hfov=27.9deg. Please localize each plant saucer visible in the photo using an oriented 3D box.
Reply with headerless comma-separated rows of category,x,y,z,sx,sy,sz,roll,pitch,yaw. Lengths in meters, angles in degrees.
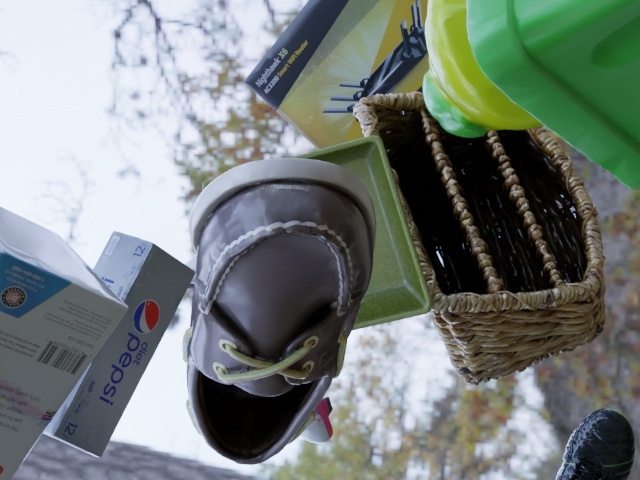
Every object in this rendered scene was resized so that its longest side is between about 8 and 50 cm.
plant saucer,0.000,0.000,1.285,0.045,0.188,0.188,-62,-44,-69

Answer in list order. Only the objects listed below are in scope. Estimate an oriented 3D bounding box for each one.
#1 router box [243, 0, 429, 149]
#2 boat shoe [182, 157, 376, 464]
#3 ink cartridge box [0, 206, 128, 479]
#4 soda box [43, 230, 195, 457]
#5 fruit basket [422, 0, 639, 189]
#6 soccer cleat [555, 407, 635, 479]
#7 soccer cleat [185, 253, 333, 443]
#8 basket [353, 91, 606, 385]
router box,0.074,-0.260,1.845,0.243,0.309,0.081,42,-145,-2
boat shoe,-0.033,0.056,0.820,0.324,0.117,0.096,111,162,-63
ink cartridge box,-0.407,0.111,1.492,0.198,0.197,0.270,31,-84,-46
soda box,-0.287,0.138,1.735,0.098,0.091,0.286,39,-108,-47
fruit basket,0.187,-0.223,1.084,0.283,0.392,0.392,30,-114,-40
soccer cleat,0.232,0.230,1.152,0.072,0.060,0.178,-42,-26,-56
soccer cleat,-0.106,0.165,1.859,0.331,0.143,0.116,60,166,12
basket,0.194,-0.030,1.433,0.223,0.214,0.299,60,-169,-55
